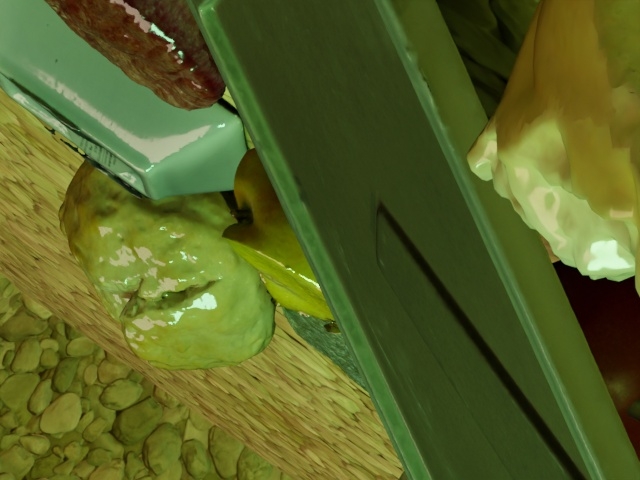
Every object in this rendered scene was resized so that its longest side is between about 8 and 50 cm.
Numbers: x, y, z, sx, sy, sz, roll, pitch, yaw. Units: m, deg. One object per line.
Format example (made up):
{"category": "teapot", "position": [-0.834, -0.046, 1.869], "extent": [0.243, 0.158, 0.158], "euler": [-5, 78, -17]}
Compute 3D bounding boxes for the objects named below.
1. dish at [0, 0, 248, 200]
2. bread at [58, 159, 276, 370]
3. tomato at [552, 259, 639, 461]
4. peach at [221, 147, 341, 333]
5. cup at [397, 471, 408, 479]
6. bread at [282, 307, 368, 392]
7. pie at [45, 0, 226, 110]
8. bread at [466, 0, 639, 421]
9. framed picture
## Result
{"category": "dish", "position": [-0.174, -0.110, 1.512], "extent": [0.243, 0.080, 0.182], "euler": [35, 169, 9]}
{"category": "bread", "position": [-0.143, 0.015, 1.699], "extent": [0.244, 0.134, 0.244], "euler": [54, 171, 12]}
{"category": "tomato", "position": [0.175, 0.094, 1.074], "extent": [0.195, 0.136, 0.195], "euler": [44, 168, 11]}
{"category": "peach", "position": [0.005, -0.004, 1.292], "extent": [0.151, 0.118, 0.151], "euler": [-19, -90, -81]}
{"category": "cup", "position": [0.203, 0.261, 1.489], "extent": [0.274, 0.253, 0.253], "euler": [51, 165, -20]}
{"category": "bread", "position": [0.039, 0.087, 1.721], "extent": [0.207, 0.056, 0.286], "euler": [22, 159, 50]}
{"category": "pie", "position": [-0.133, -0.153, 1.286], "extent": [0.182, 0.049, 0.182], "euler": [38, 168, 9]}
{"category": "bread", "position": [0.139, -0.020, 0.547], "extent": [0.184, 0.211, 0.224], "euler": [27, 161, 15]}
{"category": "framed picture", "position": [0.061, 0.037, 1.000], "extent": [0.446, 0.028, 0.326], "euler": [65, 165, -4]}
